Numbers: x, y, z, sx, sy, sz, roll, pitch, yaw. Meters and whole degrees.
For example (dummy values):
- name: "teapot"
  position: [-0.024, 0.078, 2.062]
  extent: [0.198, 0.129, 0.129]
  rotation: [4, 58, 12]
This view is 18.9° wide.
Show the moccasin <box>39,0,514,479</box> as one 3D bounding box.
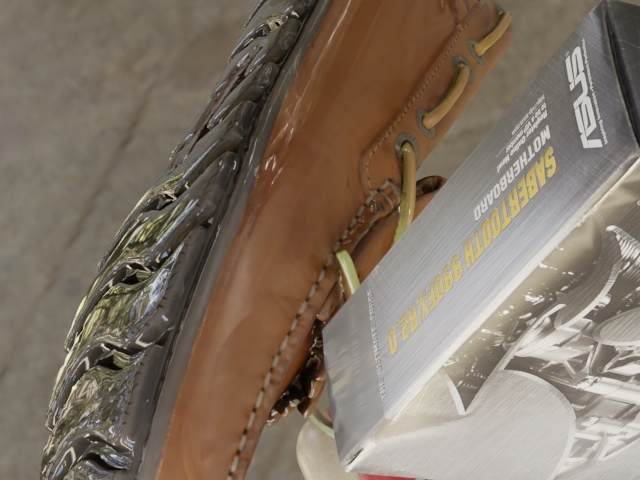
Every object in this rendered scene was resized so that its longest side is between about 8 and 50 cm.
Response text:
- name: "moccasin"
  position: [-0.002, 0.002, 0.818]
  extent: [0.139, 0.147, 0.380]
  rotation: [-41, 17, 39]

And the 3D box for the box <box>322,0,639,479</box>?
- name: "box"
  position: [0.141, 0.018, 0.606]
  extent: [0.183, 0.231, 0.056]
  rotation: [-52, 38, 46]

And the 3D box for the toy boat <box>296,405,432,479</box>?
- name: "toy boat"
  position: [0.083, 0.164, 1.361]
  extent: [0.151, 0.151, 0.231]
  rotation: [-27, -5, 15]
